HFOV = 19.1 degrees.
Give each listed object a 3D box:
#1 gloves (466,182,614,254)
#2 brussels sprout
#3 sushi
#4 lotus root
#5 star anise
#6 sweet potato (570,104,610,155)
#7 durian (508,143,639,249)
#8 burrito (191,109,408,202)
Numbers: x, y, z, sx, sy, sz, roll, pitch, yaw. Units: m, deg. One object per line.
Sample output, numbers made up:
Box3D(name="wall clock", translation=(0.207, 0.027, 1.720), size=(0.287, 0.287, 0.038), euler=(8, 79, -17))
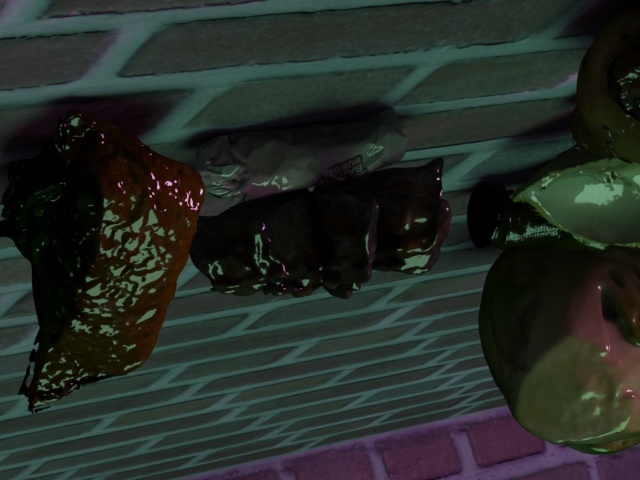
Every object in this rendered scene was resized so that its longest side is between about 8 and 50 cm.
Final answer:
Box3D(name="gloves", translation=(0.286, -0.038, 2.043), size=(0.268, 0.107, 0.135), euler=(-16, -162, -16))
Box3D(name="brussels sprout", translation=(0.330, 0.107, 2.240), size=(0.281, 0.289, 0.355), euler=(-24, -168, 29))
Box3D(name="sushi", translation=(-0.184, 0.001, 1.496), size=(0.140, 0.149, 0.287), euler=(0, 140, -23))
Box3D(name="lotus root", translation=(0.300, -0.129, 1.587), size=(0.160, 0.146, 0.284), euler=(-44, 164, 20))
Box3D(name="star anise", translation=(0.001, 0.000, 1.654), size=(0.223, 0.109, 0.236), euler=(-16, -171, -39))
Box3D(name="sweet potato", translation=(0.339, -0.141, 1.767), size=(0.233, 0.062, 0.081), euler=(-22, -175, 9))
Box3D(name="durian", translation=(0.318, -0.065, 1.857), size=(0.252, 0.144, 0.139), euler=(-8, 178, 33))
Box3D(name="burrito", translation=(-0.017, -0.071, 1.607), size=(0.203, 0.064, 0.064), euler=(-11, 166, -26))
